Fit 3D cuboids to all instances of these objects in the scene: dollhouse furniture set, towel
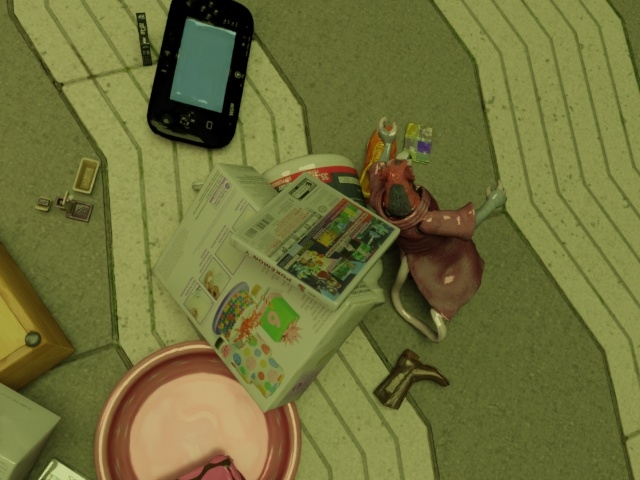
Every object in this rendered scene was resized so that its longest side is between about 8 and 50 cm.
[{"bbox_3d":[-0.444,-0.105,1.191,0.091,0.081,0.114,14,74,-8],"label":"dollhouse furniture set"},{"bbox_3d":[0.200,-0.201,1.383,0.060,0.009,0.083,15,73,-8],"label":"towel"}]

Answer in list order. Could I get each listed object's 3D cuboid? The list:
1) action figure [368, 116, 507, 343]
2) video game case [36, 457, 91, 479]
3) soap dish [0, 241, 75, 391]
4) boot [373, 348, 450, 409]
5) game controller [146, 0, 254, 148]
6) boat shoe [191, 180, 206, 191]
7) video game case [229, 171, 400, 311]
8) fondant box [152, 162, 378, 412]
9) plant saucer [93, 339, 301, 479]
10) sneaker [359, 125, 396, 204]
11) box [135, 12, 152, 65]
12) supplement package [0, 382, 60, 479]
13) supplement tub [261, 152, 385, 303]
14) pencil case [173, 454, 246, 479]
[{"bbox_3d":[0.152,-0.027,1.163,0.248,0.370,0.275,32,85,33],"label":"action figure"},{"bbox_3d":[-0.418,0.456,1.086,0.143,0.019,0.157,33,72,-1],"label":"video game case"},{"bbox_3d":[-0.578,0.126,1.087,0.229,0.118,0.290,-35,86,-17],"label":"soap dish"},{"bbox_3d":[0.166,0.273,1.240,0.106,0.037,0.114,34,68,12],"label":"boot"},{"bbox_3d":[-0.227,-0.331,1.302,0.167,0.067,0.319,10,75,-9],"label":"game controller"},{"bbox_3d":[-0.192,-0.086,1.263,0.100,0.035,0.035,12,71,-15],"label":"boat shoe"},{"bbox_3d":[-0.003,-0.006,1.003,0.183,0.023,0.201,32,45,13],"label":"video game case"},{"bbox_3d":[-0.101,0.069,1.091,0.330,0.096,0.238,47,115,25],"label":"fondant box"},{"bbox_3d":[-0.200,0.335,1.127,0.332,0.084,0.332,3,75,-10],"label":"plant saucer"},{"bbox_3d":[0.116,-0.152,1.324,0.064,0.067,0.175,17,72,-5],"label":"sneaker"},{"bbox_3d":[-0.334,-0.381,1.283,0.018,0.083,0.067,-8,77,-12],"label":"box"},{"bbox_3d":[-0.512,0.347,0.980,0.139,0.134,0.244,30,104,-2],"label":"supplement package"},{"bbox_3d":[0.000,0.000,1.197,0.191,0.191,0.272,-12,78,-14],"label":"supplement tub"},{"bbox_3d":[-0.212,0.402,1.020,0.209,0.095,0.098,-22,65,-18],"label":"pencil case"}]
